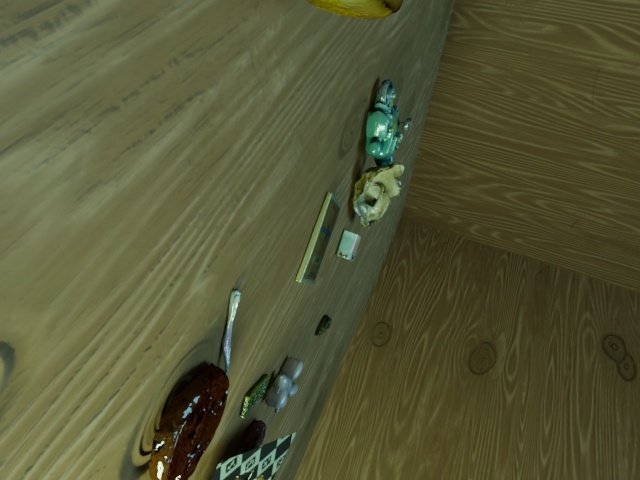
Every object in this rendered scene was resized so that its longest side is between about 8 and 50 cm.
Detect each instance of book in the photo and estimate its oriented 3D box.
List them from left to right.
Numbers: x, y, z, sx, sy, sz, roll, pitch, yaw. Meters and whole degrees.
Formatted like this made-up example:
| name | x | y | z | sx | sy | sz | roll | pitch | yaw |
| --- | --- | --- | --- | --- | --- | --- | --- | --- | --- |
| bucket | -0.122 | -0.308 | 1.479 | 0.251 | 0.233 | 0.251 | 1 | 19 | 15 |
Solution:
| name | x | y | z | sx | sy | sz | roll | pitch | yaw |
| --- | --- | --- | --- | --- | --- | --- | --- | --- | --- |
| book | 0.001 | 0.000 | 1.109 | 0.170 | 0.018 | 0.242 | 29 | 80 | -76 |

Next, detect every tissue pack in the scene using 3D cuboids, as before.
| name | x | y | z | sx | sy | sz | roll | pitch | yaw |
| --- | --- | --- | --- | --- | --- | --- | --- | --- | --- |
| tissue pack | 0.097 | 0.016 | 1.414 | 0.074 | 0.058 | 0.095 | 16 | 92 | -74 |

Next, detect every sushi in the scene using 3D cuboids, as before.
| name | x | y | z | sx | sy | sz | roll | pitch | yaw |
| --- | --- | --- | --- | --- | --- | --- | --- | --- | --- |
| sushi | -0.210 | 0.577 | 0.951 | 0.292 | 0.059 | 0.294 | 17 | 101 | -59 |

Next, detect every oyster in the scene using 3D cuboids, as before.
| name | x | y | z | sx | sy | sz | roll | pitch | yaw |
| --- | --- | --- | --- | --- | --- | --- | --- | --- | --- |
| oyster | 0.178 | -0.154 | 1.361 | 0.341 | 0.166 | 0.111 | 77 | -5 | -67 |

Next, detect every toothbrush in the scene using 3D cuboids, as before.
| name | x | y | z | sx | sy | sz | roll | pitch | yaw |
| --- | --- | --- | --- | --- | --- | --- | --- | --- | --- |
| toothbrush | -0.160 | 0.177 | 0.717 | 0.017 | 0.022 | 0.204 | -20 | 128 | -57 |

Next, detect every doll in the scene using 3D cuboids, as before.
| name | x | y | z | sx | sy | sz | roll | pitch | yaw |
| --- | --- | --- | --- | --- | --- | --- | --- | --- | --- |
| doll | -0.105 | 0.416 | 1.168 | 0.160 | 0.059 | 0.161 | -49 | 155 | -59 |

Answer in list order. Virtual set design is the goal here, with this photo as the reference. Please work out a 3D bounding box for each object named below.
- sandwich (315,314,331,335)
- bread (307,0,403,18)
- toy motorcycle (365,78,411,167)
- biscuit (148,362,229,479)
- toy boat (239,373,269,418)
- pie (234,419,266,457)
| name | x | y | z | sx | sy | sz | roll | pitch | yaw |
| --- | --- | --- | --- | --- | --- | --- | --- | --- | --- |
| sandwich | 0.015 | 0.324 | 1.565 | 0.135 | 0.029 | 0.068 | -35 | 141 | -67 |
| bread | 0.016 | -0.410 | 0.379 | 0.337 | 0.147 | 0.328 | -39 | 141 | -62 |
| toy motorcycle | 0.199 | -0.323 | 1.249 | 0.296 | 0.109 | 0.199 | 58 | 49 | -62 |
| biscuit | -0.204 | 0.290 | 0.650 | 0.192 | 0.049 | 0.192 | 16 | 90 | -82 |
| toy boat | -0.158 | 0.376 | 0.995 | 0.115 | 0.016 | 0.064 | -29 | 136 | -69 |
| pie | -0.187 | 0.549 | 1.077 | 0.154 | 0.036 | 0.155 | 20 | 90 | -76 |
